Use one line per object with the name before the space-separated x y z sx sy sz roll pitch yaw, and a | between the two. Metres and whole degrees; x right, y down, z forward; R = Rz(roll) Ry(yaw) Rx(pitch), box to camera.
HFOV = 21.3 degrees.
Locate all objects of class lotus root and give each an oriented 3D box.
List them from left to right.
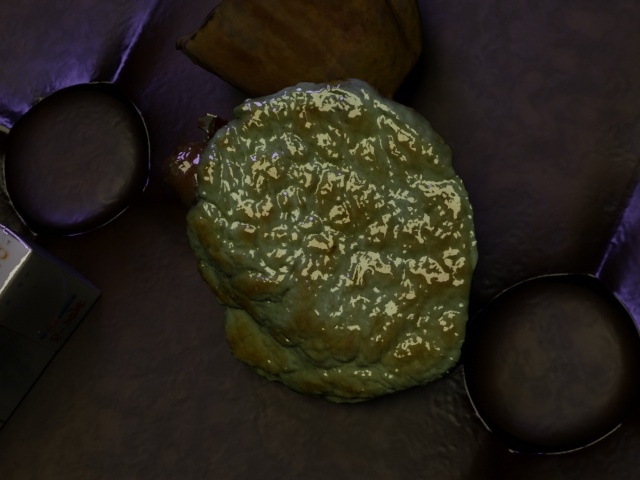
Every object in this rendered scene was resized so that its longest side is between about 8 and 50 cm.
lotus root | 0.004 -0.197 1.501 0.180 0.199 0.188 38 128 -8

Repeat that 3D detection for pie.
pie | 0.009 0.000 1.422 0.257 0.105 0.274 -19 92 25

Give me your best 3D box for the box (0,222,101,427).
box | -0.310 0.103 1.505 0.067 0.149 0.233 36 88 21
